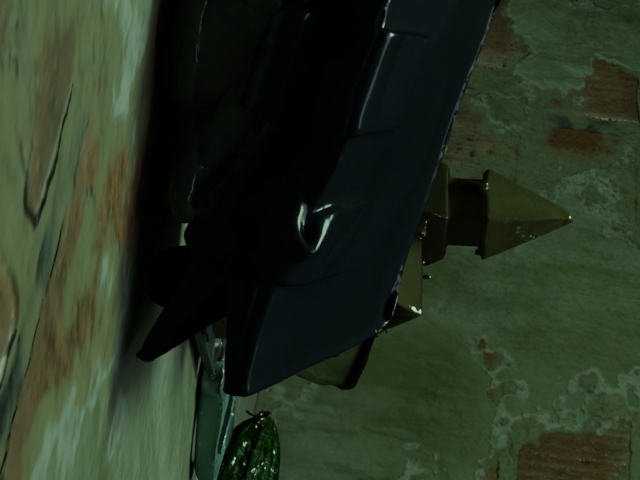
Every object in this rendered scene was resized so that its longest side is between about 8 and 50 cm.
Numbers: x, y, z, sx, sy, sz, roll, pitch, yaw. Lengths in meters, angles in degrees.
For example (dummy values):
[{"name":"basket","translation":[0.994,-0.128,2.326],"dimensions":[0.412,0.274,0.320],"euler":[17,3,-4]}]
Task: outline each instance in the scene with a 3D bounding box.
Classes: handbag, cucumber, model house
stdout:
[{"name":"handbag","translation":[0.006,-0.094,0.746],"dimensions":[0.269,0.118,0.325],"euler":[-18,127,-71]},{"name":"cucumber","translation":[-0.087,0.281,1.399],"dimensions":[0.077,0.077,0.265],"euler":[98,-1,-53]},{"name":"model house","translation":[0.053,-0.007,1.044],"dimensions":[0.176,0.248,0.180],"euler":[87,8,-53]}]

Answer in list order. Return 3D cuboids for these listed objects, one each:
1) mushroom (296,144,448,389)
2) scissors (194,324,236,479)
[{"name":"mushroom","translation":[-0.003,0.007,1.381],"dimensions":[0.189,0.164,0.267],"euler":[-67,178,-47]},{"name":"scissors","translation":[-0.081,0.090,1.169],"dimensions":[0.360,0.029,0.191],"euler":[98,1,-77]}]
